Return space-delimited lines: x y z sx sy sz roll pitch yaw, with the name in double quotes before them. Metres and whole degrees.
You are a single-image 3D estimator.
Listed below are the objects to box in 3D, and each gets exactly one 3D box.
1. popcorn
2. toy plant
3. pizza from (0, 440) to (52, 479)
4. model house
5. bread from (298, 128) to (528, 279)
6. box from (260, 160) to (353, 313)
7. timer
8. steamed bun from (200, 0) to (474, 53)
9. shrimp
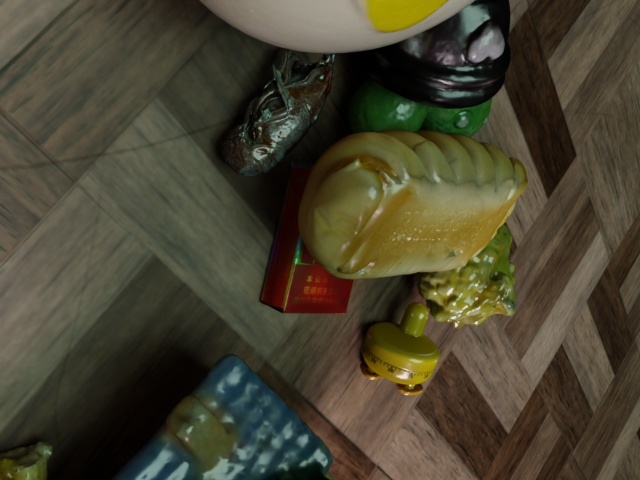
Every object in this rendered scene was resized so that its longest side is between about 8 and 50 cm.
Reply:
"popcorn" 0.217 0.048 0.978 0.173 0.142 0.173 15 68 -42
"toy plant" 0.134 -0.203 0.797 0.218 0.175 0.235 -21 145 -30
"pizza" -0.350 0.281 0.560 0.292 0.058 0.197 -50 131 -20
"model house" -0.071 0.344 0.615 0.334 0.382 0.343 -46 135 -25
"bread" 0.102 -0.046 0.753 0.311 0.121 0.173 1 131 -46
"box" 0.001 0.000 0.806 0.112 0.048 0.175 6 100 -44
"timer" 0.113 0.144 0.919 0.107 0.107 0.109 1 113 -44
"steamed bun" 0.035 -0.322 0.534 0.374 0.334 0.334 -49 132 -16
"shrimp" -0.035 -0.147 0.712 0.073 0.075 0.190 39 82 -11
